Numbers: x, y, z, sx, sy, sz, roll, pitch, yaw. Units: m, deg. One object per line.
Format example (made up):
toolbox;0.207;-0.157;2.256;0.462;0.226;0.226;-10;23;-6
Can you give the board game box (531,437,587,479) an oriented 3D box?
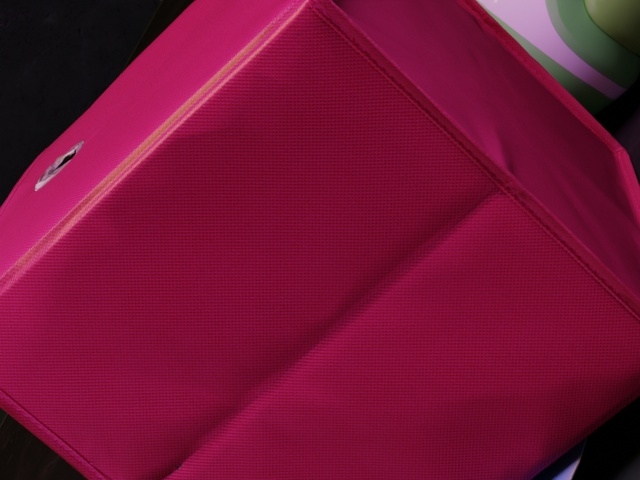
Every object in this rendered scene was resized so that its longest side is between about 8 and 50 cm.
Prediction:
board game box;0.086;0.139;0.829;0.133;0.033;0.169;-50;17;-9

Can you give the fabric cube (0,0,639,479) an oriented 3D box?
fabric cube;0.000;0.000;0.848;0.258;0.259;0.254;-42;16;20

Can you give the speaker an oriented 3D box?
speaker;0.207;-0.219;0.956;0.296;0.131;0.131;-53;18;14
